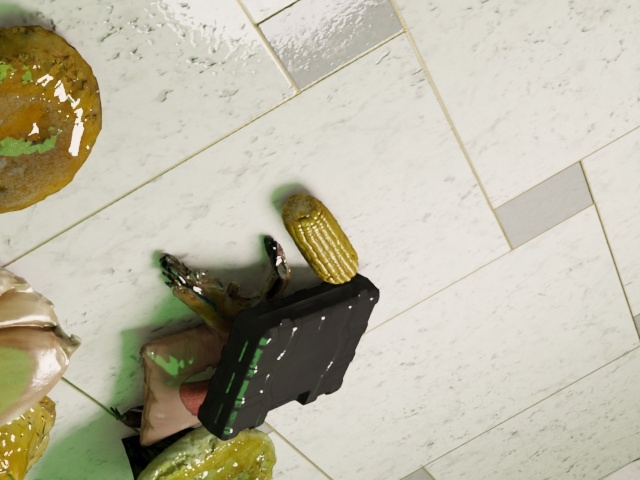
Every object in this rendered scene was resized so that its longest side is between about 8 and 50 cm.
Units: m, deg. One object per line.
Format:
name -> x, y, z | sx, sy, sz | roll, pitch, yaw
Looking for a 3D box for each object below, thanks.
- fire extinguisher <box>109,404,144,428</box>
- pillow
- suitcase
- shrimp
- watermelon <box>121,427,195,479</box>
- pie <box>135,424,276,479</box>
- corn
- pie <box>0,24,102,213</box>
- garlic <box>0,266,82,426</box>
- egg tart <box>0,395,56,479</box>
fire extinguisher -> -0.272, 0.264, 2.107 | 0.046, 0.032, 0.100 | -26, 157, 19
pillow -> -0.160, 0.192, 2.031 | 0.236, 0.084, 0.223 | -21, 144, -23
suitcase -> -0.041, 0.160, 1.981 | 0.285, 0.066, 0.206 | -17, 137, -51
shrimp -> -0.120, 0.050, 1.876 | 0.152, 0.046, 0.219 | -42, 139, 10
watermelon -> -0.230, 0.371, 2.229 | 0.145, 0.137, 0.193 | -18, 108, -12
pie -> -0.181, 0.388, 2.129 | 0.277, 0.078, 0.277 | -34, 143, -30
corn -> 0.000, 0.000, 1.887 | 0.068, 0.068, 0.207 | -30, 148, 4
pie -> -0.351, -0.115, 1.444 | 0.273, 0.069, 0.273 | -17, 144, -13
garlic -> -0.419, 0.129, 1.692 | 0.228, 0.110, 0.217 | 11, 101, -36
egg tart -> -0.512, 0.306, 1.895 | 0.341, 0.129, 0.341 | -20, 150, -12
